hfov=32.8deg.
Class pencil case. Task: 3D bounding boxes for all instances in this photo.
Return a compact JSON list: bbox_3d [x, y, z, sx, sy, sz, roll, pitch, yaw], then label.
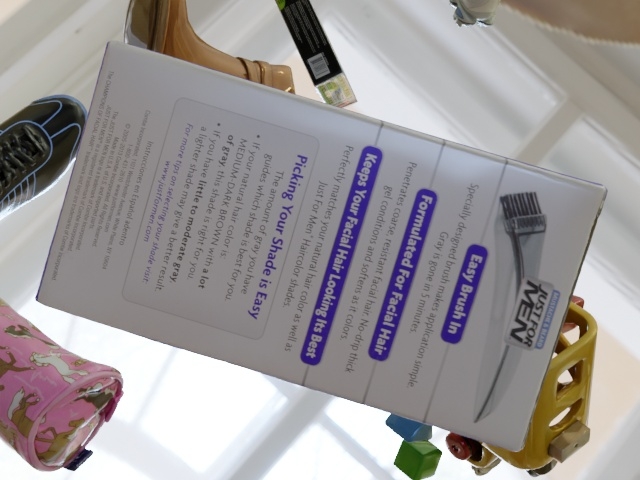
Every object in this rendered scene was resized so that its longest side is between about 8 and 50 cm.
[{"bbox_3d":[-0.436,0.142,1.421,0.386,0.160,0.167,30,-26,25],"label":"pencil case"}]

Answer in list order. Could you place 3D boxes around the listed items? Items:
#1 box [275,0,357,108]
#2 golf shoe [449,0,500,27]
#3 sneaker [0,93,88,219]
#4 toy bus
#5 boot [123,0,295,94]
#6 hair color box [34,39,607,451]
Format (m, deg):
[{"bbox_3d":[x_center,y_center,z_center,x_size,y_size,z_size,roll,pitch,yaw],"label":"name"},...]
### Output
[{"bbox_3d":[-0.022,-0.252,1.220,0.114,0.036,0.207,42,24,-77],"label":"box"},{"bbox_3d":[0.175,-0.343,1.310,0.176,0.069,0.086,65,-27,25],"label":"golf shoe"},{"bbox_3d":[-0.314,-0.061,1.053,0.081,0.232,0.090,48,-14,-10],"label":"sneaker"},{"bbox_3d":[0.171,0.136,0.896,0.104,0.191,0.202,35,10,40],"label":"toy bus"},{"bbox_3d":[-0.127,-0.213,1.382,0.109,0.220,0.283,21,-63,56],"label":"boot"},{"bbox_3d":[0.000,0.000,0.751,0.339,0.185,0.110,17,6,2],"label":"hair color box"}]
